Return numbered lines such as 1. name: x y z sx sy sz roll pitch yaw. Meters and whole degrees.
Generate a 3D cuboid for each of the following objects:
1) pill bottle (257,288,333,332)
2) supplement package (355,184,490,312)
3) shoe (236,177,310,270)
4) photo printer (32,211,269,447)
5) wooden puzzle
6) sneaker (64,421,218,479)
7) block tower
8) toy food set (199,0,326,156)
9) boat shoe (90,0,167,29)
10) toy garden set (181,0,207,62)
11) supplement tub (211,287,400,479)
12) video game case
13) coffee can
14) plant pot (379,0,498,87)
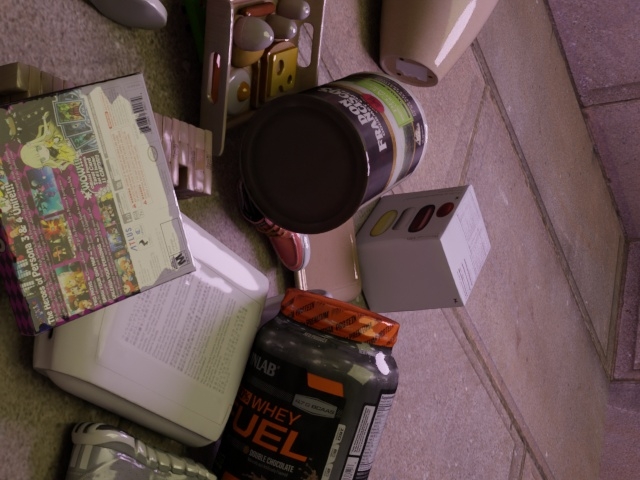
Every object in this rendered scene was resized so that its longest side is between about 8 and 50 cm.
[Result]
1. pill bottle: -0.025 0.200 1.485 0.131 0.131 0.229 -25 107 -59
2. supplement package: 0.189 0.015 1.830 0.203 0.194 0.149 -55 130 -50
3. shoe: -0.076 -0.026 1.512 0.081 0.063 0.178 -33 108 -56
4. photo printer: -0.206 0.092 1.192 0.307 0.107 0.256 41 60 -50
5. wooden puzzle: 0.000 0.000 1.664 0.221 0.044 0.238 -10 98 -61
6. sneaker: -0.226 0.314 1.176 0.229 0.086 0.132 36 59 -40
7. block tower: -0.265 -0.117 1.165 0.335 0.091 0.097 16 70 -58
8. toy food set: -0.076 -0.267 1.450 0.306 0.092 0.219 -35 137 -57
9. boat shoe: -0.268 -0.339 1.216 0.219 0.078 0.070 32 59 -52
10. toy garden set: -0.148 -0.392 1.469 0.244 0.049 0.203 -38 119 -55
11. supplement tub: -0.020 0.247 1.315 0.207 0.207 0.338 17 90 -58
12. video game case: -0.250 -0.044 1.025 0.210 0.042 0.232 -24 104 -41
13. coffee can: 0.027 -0.142 1.482 0.275 0.202 0.201 -35 115 -61
14. plant pot: 0.224 -0.460 1.968 0.256 0.256 0.274 38 69 -52
